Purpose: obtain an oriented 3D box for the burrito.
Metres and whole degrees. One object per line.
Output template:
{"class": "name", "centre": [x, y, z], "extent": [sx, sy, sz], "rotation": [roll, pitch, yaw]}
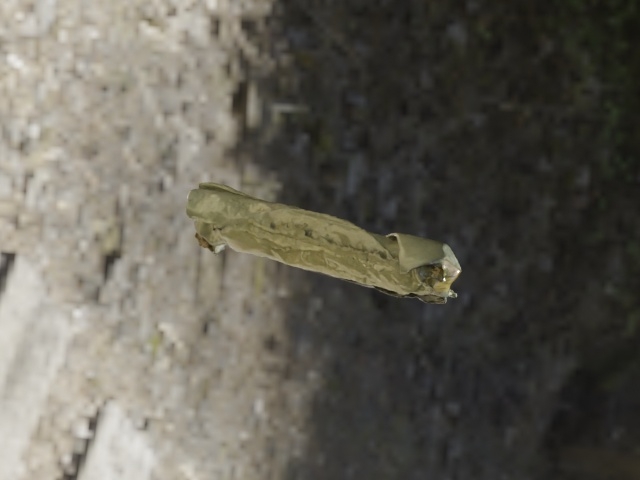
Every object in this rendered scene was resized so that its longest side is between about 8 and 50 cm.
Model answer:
{"class": "burrito", "centre": [0.000, 0.000, 1.177], "extent": [0.041, 0.185, 0.045], "rotation": [-58, 150, -32]}
